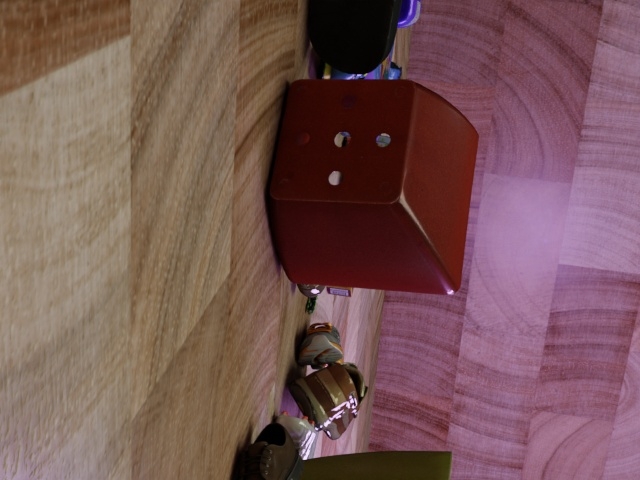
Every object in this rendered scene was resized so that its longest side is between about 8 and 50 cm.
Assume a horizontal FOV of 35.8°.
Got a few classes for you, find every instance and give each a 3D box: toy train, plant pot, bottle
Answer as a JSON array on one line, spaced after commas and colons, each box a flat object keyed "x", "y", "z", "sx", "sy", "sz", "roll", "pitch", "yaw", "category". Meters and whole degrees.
[{"x": -0.013, "y": 0.104, "z": 1.852, "sx": 0.024, "sy": 0.017, "sz": 0.083, "roll": 105, "pitch": -1, "yaw": -49, "category": "toy train"}, {"x": 0.043, "y": 0.446, "z": 1.547, "sx": 0.275, "sy": 0.293, "sz": 0.275, "roll": 7, "pitch": 90, "yaw": -82, "category": "plant pot"}, {"x": 0.159, "y": -0.509, "z": 2.155, "sx": 0.283, "sy": 0.118, "sz": 0.092, "roll": -53, "pitch": 149, "yaw": -76, "category": "bottle"}, {"x": 0.061, "y": -0.092, "z": 1.398, "sx": 0.236, "sy": 0.267, "sz": 0.267, "roll": 49, "pitch": 47, "yaw": -63, "category": "plant pot"}]

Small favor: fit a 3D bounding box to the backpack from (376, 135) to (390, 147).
[{"x": 0.136, "y": -0.191, "z": 2.335, "sx": 0.084, "sy": 0.105, "sz": 0.114, "roll": 80, "pitch": 17, "yaw": -68, "category": "backpack"}]

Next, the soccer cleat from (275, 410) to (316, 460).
[{"x": -0.045, "y": 0.346, "z": 1.672, "sx": 0.196, "sy": 0.068, "sz": 0.076, "roll": 86, "pitch": 20, "yaw": -62, "category": "soccer cleat"}]

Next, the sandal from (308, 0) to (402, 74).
[{"x": 0.051, "y": -0.420, "z": 1.330, "sx": 0.107, "sy": 0.167, "sz": 0.446, "roll": -47, "pitch": 147, "yaw": -47, "category": "sandal"}]

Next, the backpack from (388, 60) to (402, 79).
[{"x": 0.122, "y": -0.342, "z": 2.117, "sx": 0.120, "sy": 0.098, "sz": 0.101, "roll": -44, "pitch": 145, "yaw": -79, "category": "backpack"}]

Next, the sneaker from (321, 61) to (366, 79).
[{"x": 0.042, "y": -0.273, "z": 1.608, "sx": 0.209, "sy": 0.082, "sz": 0.069, "roll": -115, "pitch": -151, "yaw": -86, "category": "sneaker"}]

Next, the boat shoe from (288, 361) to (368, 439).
[{"x": 0.034, "y": 0.288, "z": 1.825, "sx": 0.122, "sy": 0.120, "sz": 0.324, "roll": 56, "pitch": 0, "yaw": 11, "category": "boat shoe"}]

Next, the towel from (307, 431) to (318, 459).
[{"x": -0.021, "y": 0.407, "z": 2.086, "sx": 0.152, "sy": 0.023, "sz": 0.113, "roll": 90, "pitch": 12, "yaw": -55, "category": "towel"}]

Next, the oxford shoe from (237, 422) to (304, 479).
[{"x": -0.089, "y": 0.327, "z": 1.340, "sx": 0.227, "sy": 0.083, "sz": 0.096, "roll": -67, "pitch": 144, "yaw": -64, "category": "oxford shoe"}]

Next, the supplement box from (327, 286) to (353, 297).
[{"x": 0.047, "y": 0.074, "z": 2.120, "sx": 0.043, "sy": 0.055, "sz": 0.083, "roll": 82, "pitch": 17, "yaw": -63, "category": "supplement box"}]

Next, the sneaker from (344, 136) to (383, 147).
[{"x": 0.100, "y": -0.161, "z": 2.142, "sx": 0.225, "sy": 0.092, "sz": 0.088, "roll": 51, "pitch": 46, "yaw": -81, "category": "sneaker"}]

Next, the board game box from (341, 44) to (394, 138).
[{"x": 0.083, "y": -0.370, "z": 1.872, "sx": 0.347, "sy": 0.078, "sz": 0.233, "roll": 76, "pitch": 23, "yaw": -70, "category": "board game box"}]

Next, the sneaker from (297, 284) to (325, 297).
[{"x": 0.000, "y": 0.000, "z": 1.657, "sx": 0.071, "sy": 0.066, "sz": 0.188, "roll": 65, "pitch": 33, "yaw": -74, "category": "sneaker"}]

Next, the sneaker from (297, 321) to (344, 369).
[{"x": 0.000, "y": 0.189, "z": 1.838, "sx": 0.215, "sy": 0.084, "sz": 0.083, "roll": 80, "pitch": 5, "yaw": -76, "category": "sneaker"}]
